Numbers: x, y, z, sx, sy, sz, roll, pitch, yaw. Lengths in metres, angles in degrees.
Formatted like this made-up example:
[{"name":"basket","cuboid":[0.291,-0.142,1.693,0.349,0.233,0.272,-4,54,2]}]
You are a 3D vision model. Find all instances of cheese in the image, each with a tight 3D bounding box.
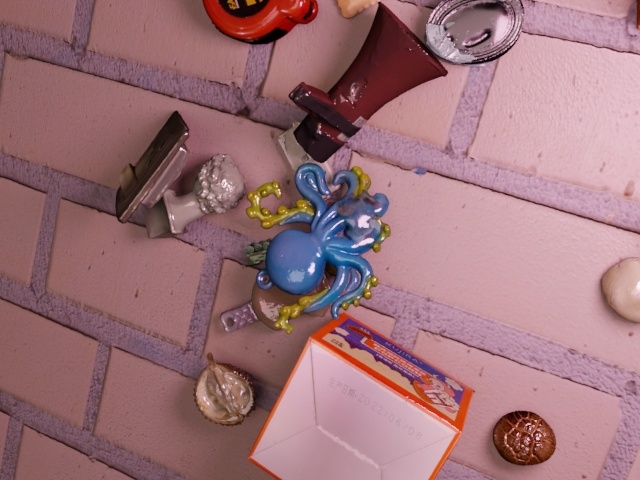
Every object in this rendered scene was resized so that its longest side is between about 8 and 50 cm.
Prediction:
[{"name":"cheese","cuboid":[-0.114,0.148,1.474,0.286,0.082,0.163,-28,87,21]}]

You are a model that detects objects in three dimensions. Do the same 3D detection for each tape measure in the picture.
[{"name":"tape measure","cuboid":[-0.139,-0.565,1.380,0.260,0.114,0.253,-17,91,22]}]

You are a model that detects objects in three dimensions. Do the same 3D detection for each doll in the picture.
[{"name":"doll","cuboid":[0.000,0.000,1.360,0.341,0.099,0.346,-29,72,0]}]

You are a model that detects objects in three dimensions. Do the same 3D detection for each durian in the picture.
[{"name":"durian","cuboid":[-0.229,0.358,1.530,0.148,0.091,0.189,-29,84,6]}]

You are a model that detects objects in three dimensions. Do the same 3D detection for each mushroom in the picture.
[{"name":"mushroom","cuboid":[0.429,0.419,1.323,0.126,0.085,0.109,-20,89,13]}]

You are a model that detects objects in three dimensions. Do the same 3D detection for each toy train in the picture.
[{"name":"toy train","cuboid":[-0.139,0.028,1.490,0.083,0.033,0.053,-13,97,19]}]

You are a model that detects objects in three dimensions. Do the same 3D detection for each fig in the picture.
[{"name":"fig","cuboid":[0.042,0.039,1.414,0.073,0.074,0.088,19,87,15]}]

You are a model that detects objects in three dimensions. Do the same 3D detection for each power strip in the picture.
[{"name":"power strip","cuboid":[-0.027,-0.178,1.428,0.081,0.035,0.192,-29,87,19]},{"name":"power strip","cuboid":[-0.374,-0.165,1.448,0.251,0.257,0.092,-47,118,4]}]

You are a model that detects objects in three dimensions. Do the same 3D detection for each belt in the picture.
[{"name":"belt","cuboid":[0.308,-0.428,1.268,0.198,0.078,0.151,-8,98,16]}]

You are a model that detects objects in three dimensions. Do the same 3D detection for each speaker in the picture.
[{"name":"speaker","cuboid":[0.079,-0.291,1.255,0.198,0.259,0.329,43,105,-8]}]

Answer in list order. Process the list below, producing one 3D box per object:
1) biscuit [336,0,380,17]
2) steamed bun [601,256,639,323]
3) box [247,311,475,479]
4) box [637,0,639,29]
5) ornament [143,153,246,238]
[{"name":"biscuit","cuboid":[0.068,-0.623,1.347,0.160,0.030,0.250,-23,89,19]},{"name":"steamed bun","cuboid":[0.616,0.102,1.222,0.112,0.091,0.130,-41,84,20]},{"name":"box","cuboid":[0.093,0.390,1.340,0.348,0.257,0.319,29,103,14]},{"name":"box","cuboid":[0.633,-0.551,1.071,0.143,0.225,0.342,0,96,20]},{"name":"ornament","cuboid":[-0.300,-0.086,1.481,0.285,0.120,0.130,-34,77,17]}]
